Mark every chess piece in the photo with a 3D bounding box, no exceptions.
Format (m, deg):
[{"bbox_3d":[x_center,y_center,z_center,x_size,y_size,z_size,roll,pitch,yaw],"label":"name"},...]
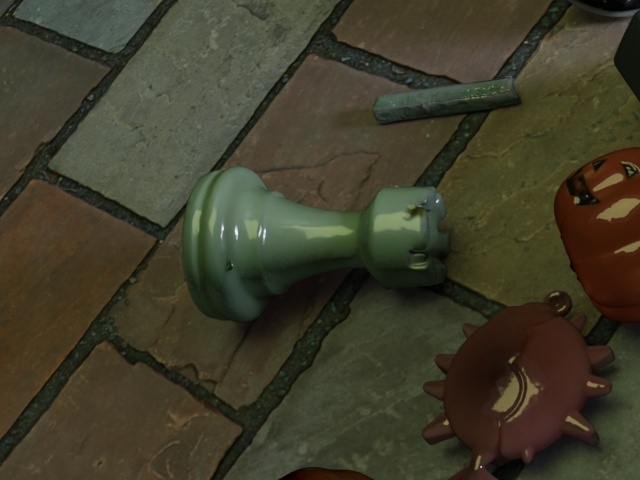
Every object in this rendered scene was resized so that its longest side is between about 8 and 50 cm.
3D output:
[{"bbox_3d":[0.000,0.000,1.796,0.299,0.194,0.195,-3,55,20],"label":"chess piece"}]

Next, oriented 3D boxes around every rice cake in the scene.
[{"bbox_3d":[0.162,-0.183,1.923,0.207,0.033,0.033,-5,53,29],"label":"rice cake"}]

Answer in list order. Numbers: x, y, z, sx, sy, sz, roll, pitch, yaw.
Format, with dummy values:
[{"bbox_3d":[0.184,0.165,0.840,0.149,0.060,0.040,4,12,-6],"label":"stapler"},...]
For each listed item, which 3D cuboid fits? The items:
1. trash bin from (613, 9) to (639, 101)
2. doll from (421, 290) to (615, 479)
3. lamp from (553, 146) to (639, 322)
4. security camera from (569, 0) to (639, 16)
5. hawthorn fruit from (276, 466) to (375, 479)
[{"bbox_3d":[0.445,-0.156,1.629,0.176,0.101,0.236,2,38,-21],"label":"trash bin"},{"bbox_3d":[0.207,0.163,1.589,0.211,0.093,0.262,6,60,31],"label":"doll"},{"bbox_3d":[0.342,-0.010,1.574,0.164,0.188,0.188,-23,47,13],"label":"lamp"},{"bbox_3d":[0.388,-0.378,1.817,0.236,0.194,0.195,-15,50,19],"label":"security camera"},{"bbox_3d":[-0.015,0.336,1.537,0.248,0.208,0.208,-3,52,59],"label":"hawthorn fruit"}]
